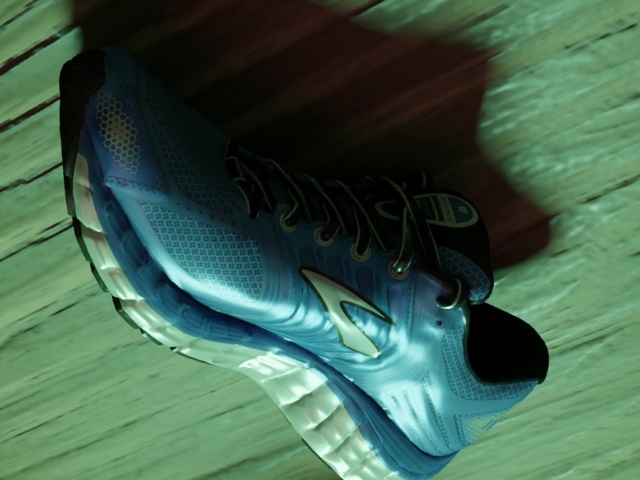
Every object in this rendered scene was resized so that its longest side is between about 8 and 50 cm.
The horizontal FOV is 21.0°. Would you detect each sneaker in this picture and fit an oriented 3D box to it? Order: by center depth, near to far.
[{"bbox_3d":[0.000,0.000,0.861,0.147,0.130,0.330,-33,132,21],"label":"sneaker"}]
